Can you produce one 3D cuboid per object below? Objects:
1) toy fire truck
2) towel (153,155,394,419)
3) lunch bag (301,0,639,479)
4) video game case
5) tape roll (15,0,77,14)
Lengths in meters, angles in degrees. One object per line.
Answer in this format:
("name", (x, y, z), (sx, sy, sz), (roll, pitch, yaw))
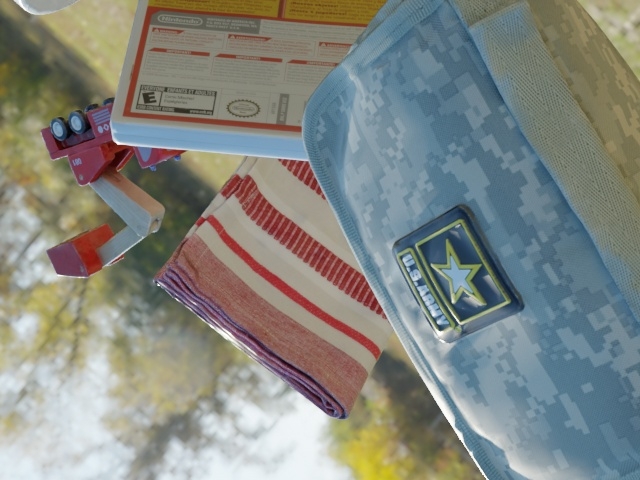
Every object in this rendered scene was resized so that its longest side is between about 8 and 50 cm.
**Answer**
("toy fire truck", (-0.167, -0.047, 1.159), (0.192, 0.047, 0.135), (-13, 102, 43))
("towel", (0.000, 0.000, 1.482), (0.237, 0.329, 0.037), (38, 140, -7))
("lunch bag", (0.107, -0.003, 0.693), (0.235, 0.169, 0.287), (61, -179, 4))
("video game case", (-0.029, -0.173, 1.036), (0.204, 0.285, 0.025), (5, 142, 1))
("tape roll", (-0.234, -0.341, 1.217), (0.169, 0.246, 0.246), (41, 177, 4))
